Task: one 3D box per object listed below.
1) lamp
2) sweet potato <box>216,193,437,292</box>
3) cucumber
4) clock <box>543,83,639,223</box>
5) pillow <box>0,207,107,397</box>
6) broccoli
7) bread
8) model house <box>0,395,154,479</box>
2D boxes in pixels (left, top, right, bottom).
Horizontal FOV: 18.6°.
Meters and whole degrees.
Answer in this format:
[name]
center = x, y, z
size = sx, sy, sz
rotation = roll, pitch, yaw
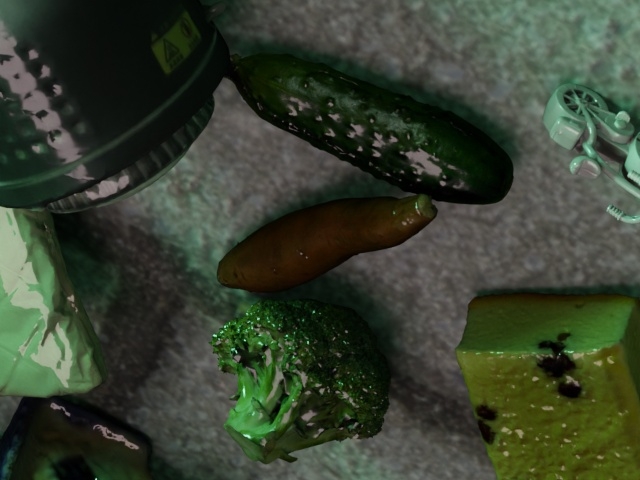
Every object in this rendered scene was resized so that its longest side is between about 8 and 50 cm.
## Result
[lamp]
center = -0.184, -0.159, 1.340
size = 0.272, 0.205, 0.374
rotation = 41, 125, -16
[sweet potato]
center = 0.000, -0.001, 1.474
size = 0.057, 0.057, 0.264
rotation = 47, 142, -17
[cucumber]
center = 0.032, -0.084, 1.406
size = 0.227, 0.069, 0.069
rotation = 24, 132, 8
[clock]
center = 0.208, -0.058, 1.342
size = 0.129, 0.087, 0.041
rotation = 32, 132, 6
[pillow]
center = -0.323, 0.005, 1.601
size = 0.281, 0.076, 0.274
rotation = -8, 107, 30
[broccoli]
center = -0.016, 0.111, 1.542
size = 0.146, 0.138, 0.162
rotation = 45, 162, -7
[bread]
center = 0.216, 0.202, 1.547
size = 0.138, 0.077, 0.361
rotation = -3, 126, 25
[model house]
center = -0.285, 0.290, 1.686
size = 0.280, 0.312, 0.245
rotation = 57, 141, 24
